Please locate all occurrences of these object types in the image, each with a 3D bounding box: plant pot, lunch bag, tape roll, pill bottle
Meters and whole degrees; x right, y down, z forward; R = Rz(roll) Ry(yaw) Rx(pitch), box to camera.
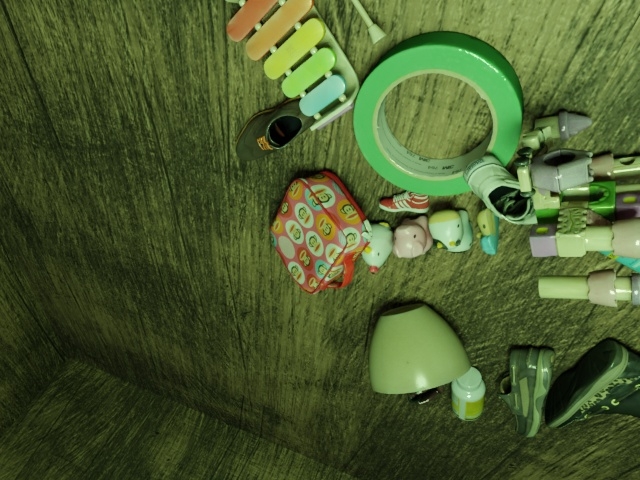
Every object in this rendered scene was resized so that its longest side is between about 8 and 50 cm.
[{"bbox_3d":[0.255,0.287,1.303,0.284,0.284,0.190,-18,86,38],"label":"plant pot"},{"bbox_3d":[0.000,0.000,1.159,0.258,0.120,0.293,55,143,16],"label":"lunch bag"},{"bbox_3d":[0.228,-0.239,0.919,0.321,0.077,0.321,15,136,15],"label":"tape roll"},{"bbox_3d":[0.470,0.484,1.471,0.103,0.103,0.184,6,133,21],"label":"pill bottle"}]

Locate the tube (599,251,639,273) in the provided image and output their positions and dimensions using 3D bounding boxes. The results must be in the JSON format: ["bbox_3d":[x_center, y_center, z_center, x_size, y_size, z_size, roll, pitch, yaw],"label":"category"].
[{"bbox_3d":[0.679,0.036,0.983,0.207,0.052,0.080,31,131,4],"label":"tube"}]

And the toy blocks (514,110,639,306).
[{"bbox_3d":[0.508,-0.079,0.782,0.260,0.288,0.309,-2,127,35],"label":"toy blocks"}]

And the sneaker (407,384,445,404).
[{"bbox_3d":[0.269,0.442,1.486,0.281,0.162,0.106,-7,127,31],"label":"sneaker"}]

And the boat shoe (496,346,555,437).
[{"bbox_3d":[0.598,0.437,1.362,0.130,0.132,0.355,13,128,29],"label":"boat shoe"}]

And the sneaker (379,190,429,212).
[{"bbox_3d":[0.197,-0.101,1.090,0.119,0.042,0.067,3,136,14],"label":"sneaker"}]

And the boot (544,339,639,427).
[{"bbox_3d":[0.810,0.439,1.241,0.284,0.138,0.377,20,131,8],"label":"boot"}]

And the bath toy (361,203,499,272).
[{"bbox_3d":[0.235,0.001,1.087,0.348,0.129,0.151,-10,145,35],"label":"bath toy"}]

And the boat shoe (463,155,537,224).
[{"bbox_3d":[0.385,-0.077,0.913,0.096,0.088,0.268,-39,136,25],"label":"boat shoe"}]

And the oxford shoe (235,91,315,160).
[{"bbox_3d":[-0.120,-0.247,1.067,0.271,0.098,0.097,-25,116,41],"label":"oxford shoe"}]

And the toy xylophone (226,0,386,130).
[{"bbox_3d":[-0.028,-0.388,0.873,0.322,0.081,0.236,49,132,-6],"label":"toy xylophone"}]
